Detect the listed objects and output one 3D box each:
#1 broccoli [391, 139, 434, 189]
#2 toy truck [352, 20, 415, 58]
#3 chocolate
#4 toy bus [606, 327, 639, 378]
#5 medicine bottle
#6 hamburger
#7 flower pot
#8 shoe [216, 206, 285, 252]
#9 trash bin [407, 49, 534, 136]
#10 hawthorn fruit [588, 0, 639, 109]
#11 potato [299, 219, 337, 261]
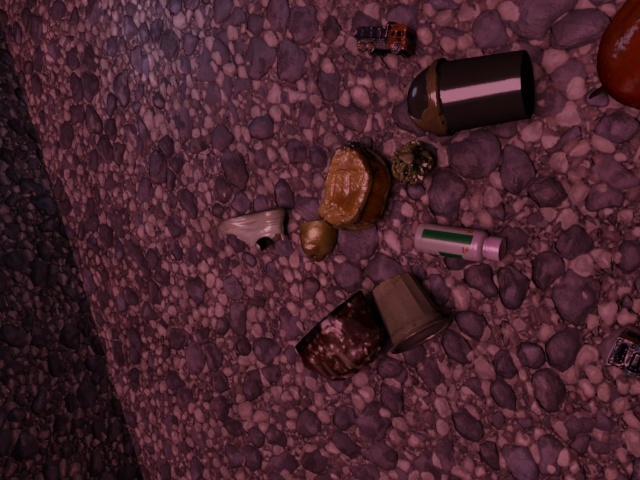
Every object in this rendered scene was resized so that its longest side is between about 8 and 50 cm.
[{"bbox_3d":[0.274,-0.234,1.676,0.131,0.120,0.130,-25,75,12],"label":"broccoli"},{"bbox_3d":[0.194,-0.611,1.691,0.192,0.083,0.092,16,102,34],"label":"toy truck"},{"bbox_3d":[0.083,0.348,1.863,0.210,0.225,0.340,49,126,10],"label":"chocolate"},{"bbox_3d":[0.818,0.297,1.375,0.181,0.103,0.092,23,111,25],"label":"toy bus"},{"bbox_3d":[0.408,0.007,1.634,0.259,0.095,0.095,10,104,37],"label":"medicine bottle"},{"bbox_3d":[0.121,-0.163,1.792,0.211,0.132,0.309,30,115,28],"label":"hamburger"},{"bbox_3d":[0.274,0.216,1.725,0.212,0.212,0.203,-42,59,34],"label":"flower pot"},{"bbox_3d":[-0.250,-0.029,2.104,0.316,0.124,0.160,-12,97,37],"label":"shoe"},{"bbox_3d":[0.391,-0.396,1.505,0.333,0.214,0.215,-1,98,34],"label":"trash bin"},{"bbox_3d":[0.746,-0.417,1.221,0.285,0.284,0.369,63,149,10],"label":"hawthorn fruit"},{"bbox_3d":[0.000,0.000,1.944,0.120,0.081,0.149,-13,90,39],"label":"potato"}]
